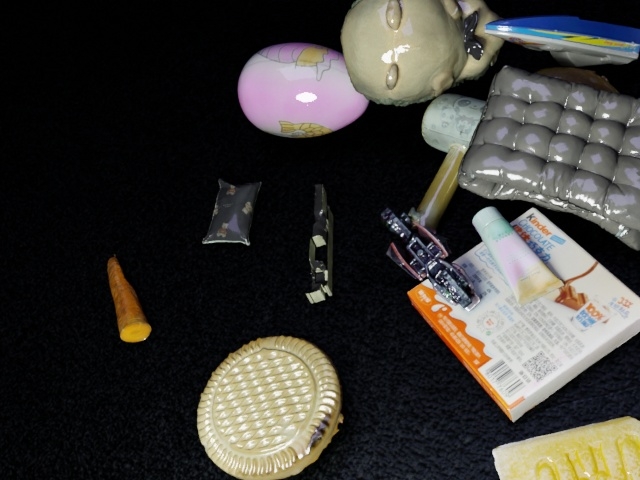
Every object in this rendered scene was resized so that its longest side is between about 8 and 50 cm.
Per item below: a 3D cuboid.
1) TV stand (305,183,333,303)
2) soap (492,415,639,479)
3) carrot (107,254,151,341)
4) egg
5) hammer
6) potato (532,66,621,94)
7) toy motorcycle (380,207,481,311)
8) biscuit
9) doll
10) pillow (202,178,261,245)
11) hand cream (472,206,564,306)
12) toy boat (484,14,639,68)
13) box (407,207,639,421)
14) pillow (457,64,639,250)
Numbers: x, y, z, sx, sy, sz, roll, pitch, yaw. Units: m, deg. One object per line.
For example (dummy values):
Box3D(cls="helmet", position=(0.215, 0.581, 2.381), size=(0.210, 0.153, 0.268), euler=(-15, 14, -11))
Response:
Box3D(cls="TV stand", position=(0.000, 0.000, 1.445), size=(0.042, 0.036, 0.249), euler=(-10, 51, 15))
Box3D(cls="soap", position=(0.356, 0.319, 1.034), size=(0.232, 0.073, 0.140), euler=(-16, 54, 8))
Box3D(cls="carrot", position=(-0.379, 0.103, 1.507), size=(0.057, 0.057, 0.224), euler=(-31, 46, -4))
Box3D(cls="egg", position=(-0.035, -0.304, 1.589), size=(0.271, 0.196, 0.196), euler=(-4, 52, 28))
Box3D(cls="hammer", position=(0.232, -0.121, 1.418), size=(0.202, 0.113, 0.305), euler=(22, 73, 37))
Box3D(cls="potato", position=(0.461, -0.262, 1.432), size=(0.243, 0.098, 0.138), euler=(6, 55, 24))
Box3D(cls="toy motorcycle", position=(0.175, 0.034, 1.256), size=(0.082, 0.122, 0.213), euler=(-47, 57, 14))
Box3D(cls="biscuit", position=(-0.079, 0.259, 1.245), size=(0.259, 0.079, 0.259), euler=(-11, 51, 13))
Box3D(cls="doll", position=(0.205, -0.377, 1.494), size=(0.247, 0.247, 0.349), euler=(28, 28, 35))
Box3D(cls="pillow", position=(-0.172, -0.055, 1.548), size=(0.090, 0.048, 0.150), euler=(-9, 55, 26))
Box3D(cls="hand cream", position=(0.304, 0.021, 1.247), size=(0.076, 0.047, 0.174), euler=(-26, 55, -2))
Box3D(cls="toy boat", position=(0.426, -0.366, 1.435), size=(0.295, 0.088, 0.129), euler=(3, 14, -20))
Box3D(cls="box", position=(0.317, 0.103, 1.232), size=(0.265, 0.048, 0.273), euler=(-33, 47, -5))
Box3D(cls="pillow", position=(0.407, -0.142, 1.277), size=(0.326, 0.101, 0.228), euler=(20, 76, 14))
